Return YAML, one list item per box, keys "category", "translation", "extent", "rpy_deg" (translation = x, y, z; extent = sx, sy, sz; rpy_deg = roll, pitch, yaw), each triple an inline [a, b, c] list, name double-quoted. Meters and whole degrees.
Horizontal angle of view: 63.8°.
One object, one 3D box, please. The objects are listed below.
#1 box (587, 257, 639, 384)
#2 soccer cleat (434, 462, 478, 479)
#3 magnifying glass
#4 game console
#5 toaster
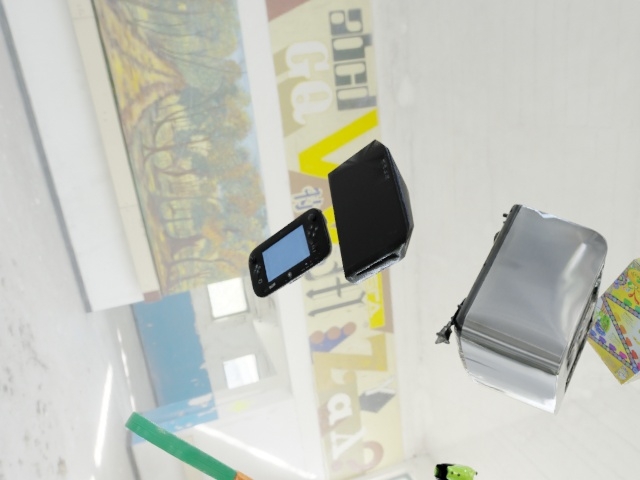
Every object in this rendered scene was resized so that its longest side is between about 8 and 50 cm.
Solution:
- category: "box"
  translation: [0.810, 0.155, 1.172]
  extent: [0.279, 0.290, 0.177]
  rpy_deg: [97, -26, -51]
- category: "soccer cleat"
  translation: [0.270, 0.498, 1.091]
  extent: [0.179, 0.072, 0.060]
  rpy_deg: [104, 2, -62]
- category: "magnifying glass"
  translation: [-0.124, 0.265, 0.601]
  extent: [0.231, 0.026, 0.092]
  rpy_deg: [38, -26, -13]
- category: "game console"
  translation: [0.000, 0.000, 0.880]
  extent: [0.361, 0.044, 0.213]
  rpy_deg: [-34, -131, 32]
- category: "toaster"
  translation: [0.220, 0.082, 0.547]
  extent: [0.110, 0.186, 0.168]
  rpy_deg: [20, -24, 33]
